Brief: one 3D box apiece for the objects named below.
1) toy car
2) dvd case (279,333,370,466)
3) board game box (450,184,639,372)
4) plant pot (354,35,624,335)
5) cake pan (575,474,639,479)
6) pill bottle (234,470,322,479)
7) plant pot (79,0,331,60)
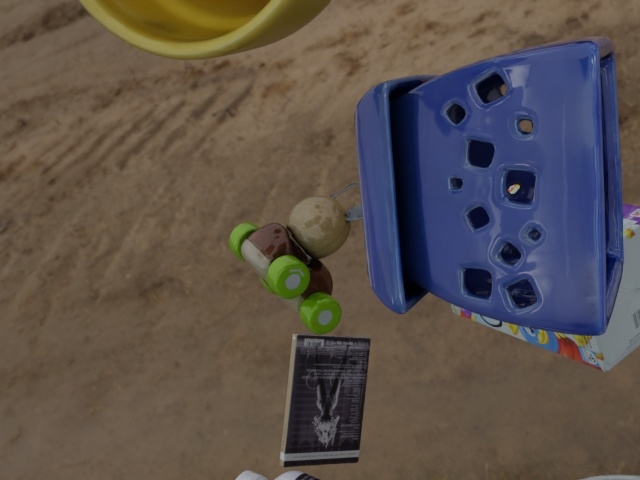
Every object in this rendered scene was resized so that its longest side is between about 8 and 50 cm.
[{"bbox_3d":[0.000,0.000,1.166,0.188,0.149,0.155,-44,35,-6],"label":"toy car"},{"bbox_3d":[0.010,0.274,1.508,0.018,0.164,0.221,2,86,52],"label":"dvd case"},{"bbox_3d":[0.284,0.032,1.104,0.144,0.142,0.275,-32,25,-22],"label":"board game box"},{"bbox_3d":[0.160,-0.056,0.805,0.212,0.236,0.236,-2,11,22],"label":"plant pot"},{"bbox_3d":[0.286,0.290,0.640,0.293,0.293,0.054,7,43,41],"label":"cake pan"},{"bbox_3d":[0.011,0.458,1.299,0.322,0.181,0.181,18,56,19],"label":"pill bottle"},{"bbox_3d":[-0.051,-0.283,0.691,0.254,0.254,0.239,-5,14,31],"label":"plant pot"}]
